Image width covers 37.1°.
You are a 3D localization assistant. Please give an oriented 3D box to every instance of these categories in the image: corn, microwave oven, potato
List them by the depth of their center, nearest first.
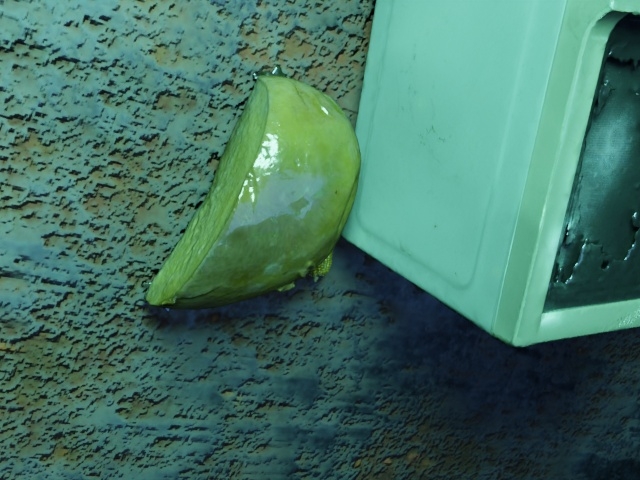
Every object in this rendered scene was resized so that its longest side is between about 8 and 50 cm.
[{"bbox_3d":[0.193,-0.129,0.821,0.218,0.286,0.355,-4,112,-32],"label":"microwave oven"},{"bbox_3d":[-0.039,-0.016,0.834,0.138,0.098,0.243,25,97,-29],"label":"potato"},{"bbox_3d":[0.000,0.000,0.920,0.028,0.027,0.083,1,108,-28],"label":"corn"}]
